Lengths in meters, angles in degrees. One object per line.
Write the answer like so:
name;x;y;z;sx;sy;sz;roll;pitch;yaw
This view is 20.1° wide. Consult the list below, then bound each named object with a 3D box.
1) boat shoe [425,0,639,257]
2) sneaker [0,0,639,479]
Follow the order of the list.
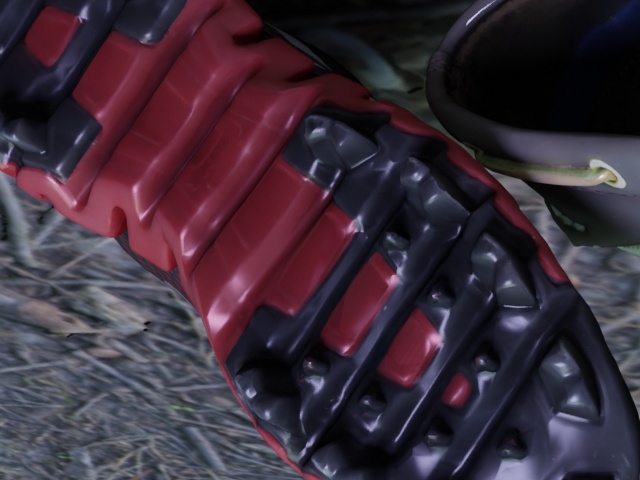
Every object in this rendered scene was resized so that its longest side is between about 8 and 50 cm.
boat shoe;0.144;-0.058;0.440;0.091;0.109;0.305;20;160;-29
sneaker;0.000;0.000;0.557;0.276;0.097;0.135;41;-174;30
